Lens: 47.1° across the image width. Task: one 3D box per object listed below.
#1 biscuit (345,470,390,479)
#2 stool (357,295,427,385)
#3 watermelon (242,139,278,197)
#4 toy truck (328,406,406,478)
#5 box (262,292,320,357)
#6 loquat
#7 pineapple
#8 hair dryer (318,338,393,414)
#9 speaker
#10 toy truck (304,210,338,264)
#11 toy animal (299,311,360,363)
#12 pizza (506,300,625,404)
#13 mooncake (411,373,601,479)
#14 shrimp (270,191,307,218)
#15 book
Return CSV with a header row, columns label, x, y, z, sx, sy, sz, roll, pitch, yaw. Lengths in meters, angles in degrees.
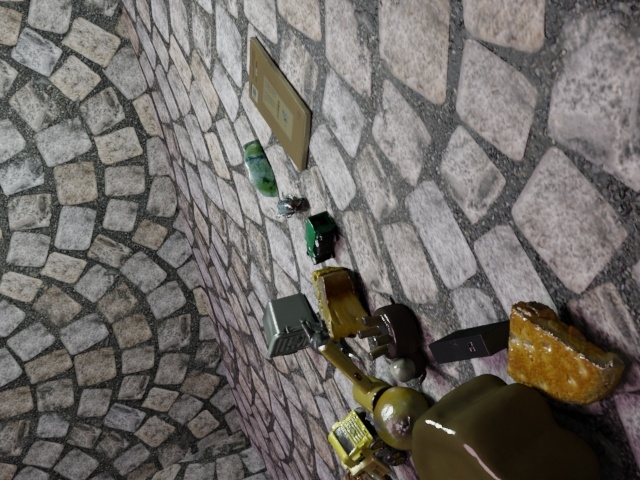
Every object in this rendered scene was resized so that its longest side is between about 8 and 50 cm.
label,x,y,z,sx,sy,sz,roll,pitch,yaw
biscuit,0.191,0.863,2.332,0.332,0.103,0.332,53,155,37
stool,0.170,0.242,1.711,0.217,0.121,0.125,71,159,5
watermelon,-0.198,-0.206,2.248,0.187,0.071,0.139,68,164,-4
toy truck,0.120,0.580,2.038,0.124,0.157,0.272,50,180,38
box,-0.106,0.276,2.404,0.243,0.163,0.135,108,145,-62
loquat,0.200,0.433,1.799,0.195,0.152,0.152,179,69,-83
pineapple,0.040,0.149,1.951,0.236,0.114,0.186,60,159,29
hair dryer,0.089,0.356,1.955,0.278,0.090,0.135,47,169,-22
speaker,0.292,0.194,1.403,0.044,0.082,0.218,66,159,5
toy truck,0.000,0.000,1.958,0.079,0.065,0.147,59,158,29
toy animal,0.032,0.299,2.177,0.269,0.082,0.137,29,141,54
pizza,0.376,0.177,1.193,0.197,0.058,0.292,57,159,3
mooncake,0.341,0.420,1.295,0.378,0.201,0.378,46,154,29
shrimp,-0.097,-0.104,2.091,0.174,0.076,0.082,176,94,-69
book,-0.112,-0.357,1.931,0.310,0.021,0.217,56,157,28
